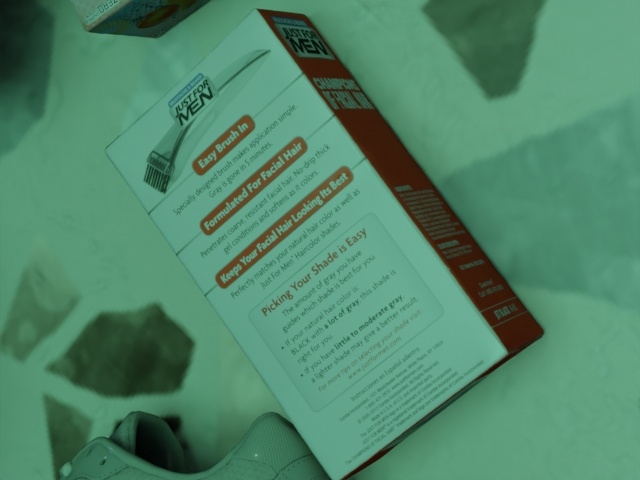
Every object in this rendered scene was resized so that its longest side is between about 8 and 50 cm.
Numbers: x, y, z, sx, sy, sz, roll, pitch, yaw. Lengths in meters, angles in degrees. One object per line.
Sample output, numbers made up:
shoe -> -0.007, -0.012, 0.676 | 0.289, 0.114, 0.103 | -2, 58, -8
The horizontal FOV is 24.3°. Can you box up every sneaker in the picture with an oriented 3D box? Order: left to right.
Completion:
sneaker -> -0.099, 0.140, 0.641 | 0.262, 0.099, 0.121 | -13, 73, 23

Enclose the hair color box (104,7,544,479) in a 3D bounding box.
hair color box -> 0.000, 0.000, 0.597 | 0.093, 0.053, 0.167 | -40, 79, 22

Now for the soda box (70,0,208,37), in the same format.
soda box -> -0.027, -0.155, 0.595 | 0.183, 0.058, 0.063 | -32, 81, 22
